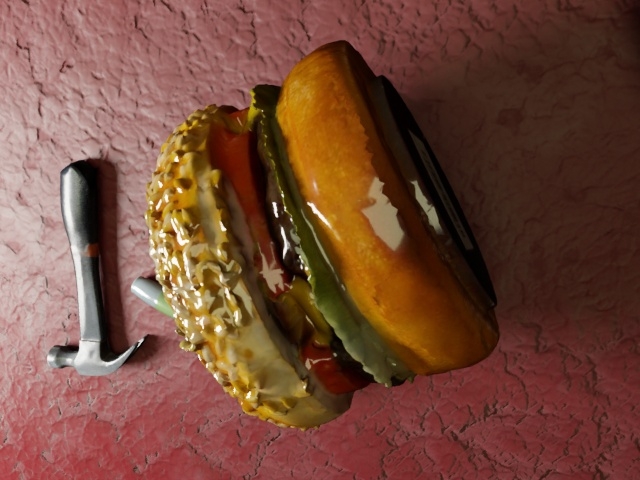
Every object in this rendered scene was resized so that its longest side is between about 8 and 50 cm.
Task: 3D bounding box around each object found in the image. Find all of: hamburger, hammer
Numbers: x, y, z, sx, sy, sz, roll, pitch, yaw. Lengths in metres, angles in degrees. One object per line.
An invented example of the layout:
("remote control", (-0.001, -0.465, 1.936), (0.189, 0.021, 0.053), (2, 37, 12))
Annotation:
("hamburger", (0.000, 0.000, 0.563), (0.250, 0.330, 0.330), (-27, 97, 18))
("hammer", (-0.300, 0.041, 0.775), (0.137, 0.037, 0.290), (5, 105, 11))

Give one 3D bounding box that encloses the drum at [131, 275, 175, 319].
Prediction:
("drum", (-0.129, 0.132, 0.757), (0.253, 0.049, 0.130), (13, 115, 19))
